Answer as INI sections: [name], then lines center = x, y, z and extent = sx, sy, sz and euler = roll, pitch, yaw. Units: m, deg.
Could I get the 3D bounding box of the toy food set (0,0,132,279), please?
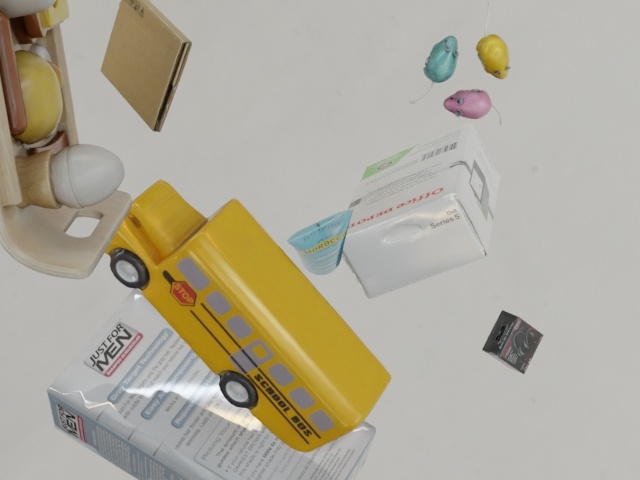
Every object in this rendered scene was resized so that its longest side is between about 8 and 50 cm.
[toy food set]
center = -0.201, -0.146, 0.841
extent = 0.092, 0.219, 0.306
euler = -4, 108, 2

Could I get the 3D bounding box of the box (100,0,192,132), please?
[box]
center = -0.289, -0.298, 1.740
extent = 0.201, 0.021, 0.164
euler = 47, 125, 36

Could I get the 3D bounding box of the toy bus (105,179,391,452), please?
[toy bus]
center = -0.084, 0.073, 1.162
extent = 0.332, 0.108, 0.130
euler = 49, 132, -7

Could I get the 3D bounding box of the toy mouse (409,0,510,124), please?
[toy mouse]
center = 0.183, -0.206, 1.381
extent = 0.143, 0.031, 0.161
euler = -23, 114, 1

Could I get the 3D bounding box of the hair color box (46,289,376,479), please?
[hair color box]
center = -0.140, 0.240, 1.367
extent = 0.374, 0.113, 0.185
euler = 29, 56, 12

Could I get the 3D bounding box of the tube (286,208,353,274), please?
[tube]
center = 0.000, 0.000, 1.258
extent = 0.080, 0.207, 0.052
euler = -32, 81, -5

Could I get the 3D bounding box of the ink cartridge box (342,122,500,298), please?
[ink cartridge box]
center = 0.153, -0.049, 1.615
extent = 0.198, 0.273, 0.114
euler = -22, 110, 23

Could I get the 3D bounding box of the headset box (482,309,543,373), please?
[headset box]
center = 0.257, 0.136, 1.435
extent = 0.032, 0.083, 0.062
euler = 22, 81, 43
